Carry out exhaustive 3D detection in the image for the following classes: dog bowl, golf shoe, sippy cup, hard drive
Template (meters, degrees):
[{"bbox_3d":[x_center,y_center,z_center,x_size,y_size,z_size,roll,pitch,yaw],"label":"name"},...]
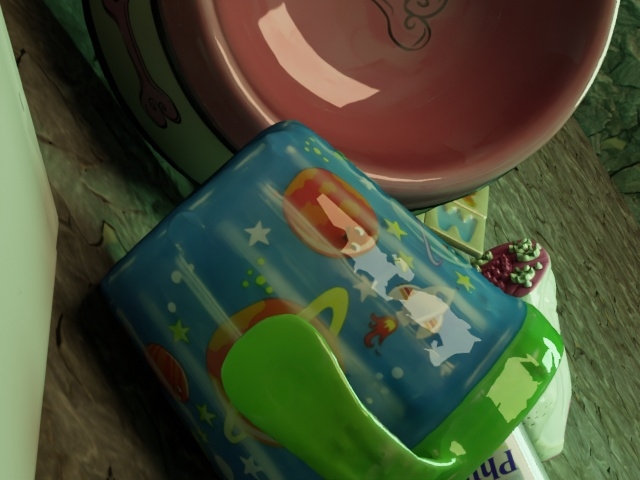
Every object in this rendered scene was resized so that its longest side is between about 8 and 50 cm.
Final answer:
[{"bbox_3d":[0.040,-0.203,1.217,0.408,0.408,0.150,55,-14,-17],"label":"dog bowl"},{"bbox_3d":[0.205,0.114,1.759,0.306,0.115,0.140,-77,146,-57],"label":"golf shoe"},{"bbox_3d":[-0.008,0.055,1.039,0.224,0.305,0.240,49,62,-4],"label":"sippy cup"},{"bbox_3d":[-0.169,0.013,0.782,0.307,0.040,0.203,-97,178,-53],"label":"hard drive"}]

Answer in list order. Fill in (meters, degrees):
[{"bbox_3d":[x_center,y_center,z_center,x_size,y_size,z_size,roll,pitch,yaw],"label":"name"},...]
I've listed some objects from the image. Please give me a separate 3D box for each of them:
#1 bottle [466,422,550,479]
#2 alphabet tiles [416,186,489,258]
[{"bbox_3d":[0.130,0.217,1.318,0.283,0.118,0.092,65,8,13],"label":"bottle"},{"bbox_3d":[0.023,-0.111,1.448,0.285,0.011,0.342,27,32,-9],"label":"alphabet tiles"}]
